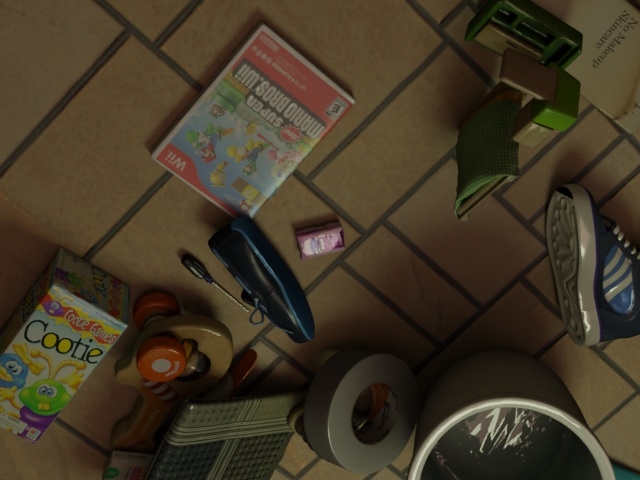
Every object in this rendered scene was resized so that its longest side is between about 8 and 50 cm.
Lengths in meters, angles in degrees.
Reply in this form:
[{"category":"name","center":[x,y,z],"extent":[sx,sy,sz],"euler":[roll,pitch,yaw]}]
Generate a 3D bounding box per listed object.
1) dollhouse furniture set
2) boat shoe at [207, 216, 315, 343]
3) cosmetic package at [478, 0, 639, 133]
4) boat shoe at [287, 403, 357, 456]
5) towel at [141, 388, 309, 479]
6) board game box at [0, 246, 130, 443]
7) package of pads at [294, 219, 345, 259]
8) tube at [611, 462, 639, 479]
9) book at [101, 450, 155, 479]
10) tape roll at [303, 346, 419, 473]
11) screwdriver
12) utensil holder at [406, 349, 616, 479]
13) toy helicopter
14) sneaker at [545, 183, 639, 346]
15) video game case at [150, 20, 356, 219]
[{"category":"dollhouse furniture set","center":[0.245,-0.198,1.566],"extent":[0.151,0.197,0.301],"euler":[25,144,-14]},{"category":"boat shoe","center":[-0.099,0.073,1.762],"extent":[0.089,0.109,0.258],"euler":[-25,109,17]},{"category":"cosmetic package","center":[0.423,-0.327,1.640],"extent":[0.309,0.113,0.160],"euler":[32,107,-20]},{"category":"boat shoe","center":[0.025,0.382,1.917],"extent":[0.080,0.073,0.223],"euler":[-44,129,5]},{"category":"towel","center":[-0.186,0.395,1.849],"extent":[0.324,0.056,0.312],"euler":[6,117,-49]},{"category":"board game box","center":[-0.456,0.175,1.722],"extent":[0.142,0.144,0.275],"euler":[33,106,-21]},{"category":"package of pads","center":[0.000,0.000,1.774],"extent":[0.083,0.032,0.050],"euler":[-13,120,-3]},{"category":"tube","center":[0.594,0.486,2.100],"extent":[0.207,0.052,0.080],"euler":[28,113,-26]},{"category":"book","center":[-0.322,0.424,1.898],"extent":[0.144,0.035,0.096],"euler":[10,137,-19]},{"category":"tape roll","center":[0.075,0.304,1.850],"extent":[0.219,0.072,0.219],"euler":[-7,101,-40]},{"category":"screwdriver","center":[-0.178,0.082,1.789],"extent":[0.024,0.025,0.170],"euler":[-41,114,11]},{"category":"utensil holder","center":[0.311,0.375,1.762],"extent":[0.327,0.385,0.328],"euler":[1,97,6]},{"category":"toy helicopter","center":[-0.263,0.269,1.831],"extent":[0.235,0.140,0.355],"euler":[17,123,-26]},{"category":"sneaker","center":[0.542,0.023,1.833],"extent":[0.236,0.130,0.323],"euler":[-17,113,-12]},{"category":"video game case","center":[-0.110,-0.184,1.671],"extent":[0.204,0.025,0.285],"euler":[37,105,-23]}]
